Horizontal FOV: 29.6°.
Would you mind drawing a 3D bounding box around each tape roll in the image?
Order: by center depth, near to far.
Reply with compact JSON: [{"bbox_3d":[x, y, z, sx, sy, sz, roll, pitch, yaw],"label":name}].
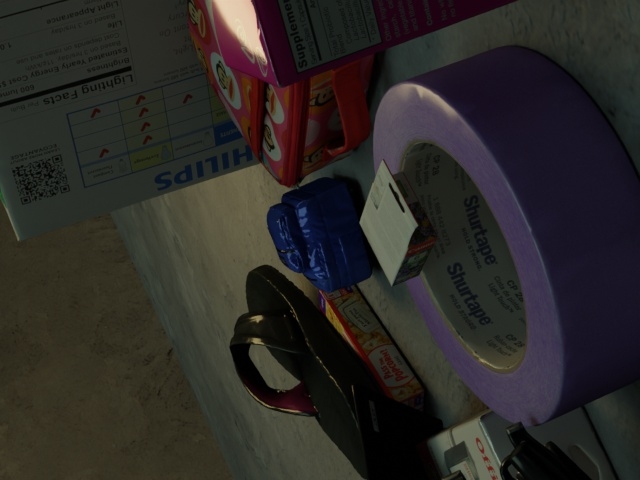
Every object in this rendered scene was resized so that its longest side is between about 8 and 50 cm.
[{"bbox_3d":[0.141,-0.003,0.913,0.274,0.090,0.274,59,163,31],"label":"tape roll"}]

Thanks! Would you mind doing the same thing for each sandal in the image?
[{"bbox_3d":[-0.042,0.154,1.523,0.446,0.107,0.167,-139,32,-63],"label":"sandal"}]

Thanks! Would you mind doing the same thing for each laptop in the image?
[{"bbox_3d":[0.075,0.304,1.216,0.264,0.137,0.234,117,150,-54],"label":"laptop"}]

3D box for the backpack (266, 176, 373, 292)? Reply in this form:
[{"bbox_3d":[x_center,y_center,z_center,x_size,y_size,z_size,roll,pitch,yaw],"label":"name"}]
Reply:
[{"bbox_3d":[0.000,0.000,1.372,0.098,0.101,0.120,-142,29,-73],"label":"backpack"}]

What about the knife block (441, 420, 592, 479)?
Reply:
[{"bbox_3d":[0.205,0.249,0.815,0.242,0.088,0.275,36,-170,-42],"label":"knife block"}]

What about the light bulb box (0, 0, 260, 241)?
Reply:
[{"bbox_3d":[-0.256,-0.243,1.427,0.361,0.358,0.225,87,158,-46],"label":"light bulb box"}]

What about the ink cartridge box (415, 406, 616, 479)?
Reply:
[{"bbox_3d":[0.179,0.225,1.082,0.158,0.092,0.218,65,162,11],"label":"ink cartridge box"}]

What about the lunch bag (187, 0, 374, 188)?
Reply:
[{"bbox_3d":[-0.032,-0.191,1.211,0.258,0.120,0.293,58,163,21],"label":"lunch bag"}]

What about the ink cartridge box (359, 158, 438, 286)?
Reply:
[{"bbox_3d":[0.063,-0.016,0.938,0.062,0.029,0.115,64,163,19],"label":"ink cartridge box"}]

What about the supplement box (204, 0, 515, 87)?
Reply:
[{"bbox_3d":[0.038,-0.189,0.764,0.111,0.220,0.114,-144,36,-63],"label":"supplement box"}]

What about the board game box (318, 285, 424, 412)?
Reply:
[{"bbox_3d":[0.062,0.162,1.474,0.193,0.045,0.146,56,160,39],"label":"board game box"}]
